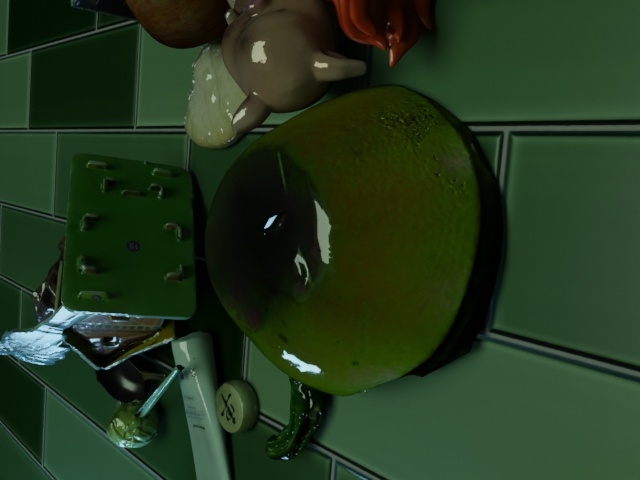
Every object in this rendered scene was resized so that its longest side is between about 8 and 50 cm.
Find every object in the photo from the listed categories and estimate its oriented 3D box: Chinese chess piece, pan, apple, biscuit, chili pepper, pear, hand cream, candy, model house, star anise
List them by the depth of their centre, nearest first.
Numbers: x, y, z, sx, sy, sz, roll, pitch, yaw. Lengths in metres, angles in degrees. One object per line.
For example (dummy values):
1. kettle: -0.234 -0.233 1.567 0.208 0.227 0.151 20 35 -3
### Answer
1. pear: -0.004 -0.004 0.807 0.399 0.165 0.398 -6 82 48
2. chili pepper: -0.035 0.253 0.955 0.073 0.050 0.182 43 124 32
3. apple: -0.205 -0.395 1.014 0.188 0.211 0.211 -35 56 -1
4. Chinese chess piece: -0.134 0.263 1.079 0.084 0.034 0.084 2 93 49
5. biscuit: -0.157 -0.252 1.103 0.265 0.040 0.188 -43 61 40
6. hand cream: -0.197 0.309 1.143 0.109 0.067 0.320 -11 87 47
7. model house: -0.413 0.061 1.174 0.323 0.340 0.300 124 144 -48
8. candy: -0.300 0.285 1.200 0.335 0.093 0.092 -50 12 47
9. pan: -0.350 0.266 1.317 0.202 0.048 0.128 15 123 27
10. star anise: -0.499 0.056 1.386 0.315 0.108 0.315 -49 20 24

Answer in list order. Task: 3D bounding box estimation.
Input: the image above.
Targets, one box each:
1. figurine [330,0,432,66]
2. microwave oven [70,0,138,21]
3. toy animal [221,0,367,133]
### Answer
1. figurine: 0.075 -0.314 0.727 0.257 0.208 0.180 -3 51 48
2. microwave oven: -0.311 -0.468 1.154 0.129 0.205 0.162 -31 69 45
3. toy animal: -0.049 -0.252 0.874 0.166 0.154 0.250 -40 32 26
